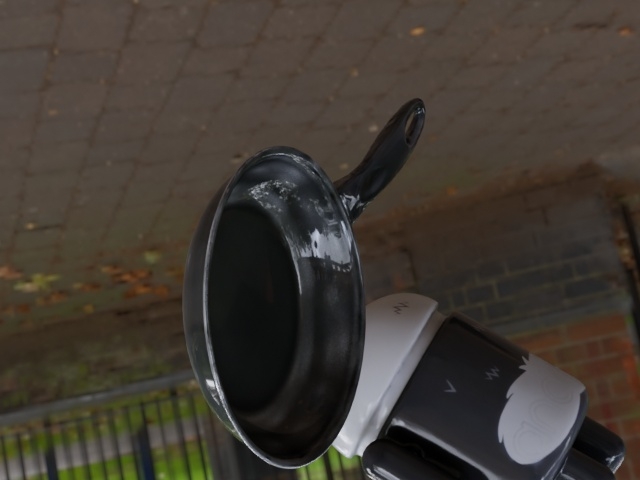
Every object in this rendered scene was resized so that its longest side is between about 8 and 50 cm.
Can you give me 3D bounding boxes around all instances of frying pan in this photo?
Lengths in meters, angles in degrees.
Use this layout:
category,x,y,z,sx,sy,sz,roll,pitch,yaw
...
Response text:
category,x,y,z,sx,sy,sz,roll,pitch,yaw
frying pan,-0.013,-0.014,0.796,0.053,0.326,0.197,-5,146,28

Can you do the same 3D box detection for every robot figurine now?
category,x,y,z,sx,sy,sz,roll,pitch,yaw
robot figurine,0.129,0.166,1.117,0.278,0.174,0.209,30,170,8
